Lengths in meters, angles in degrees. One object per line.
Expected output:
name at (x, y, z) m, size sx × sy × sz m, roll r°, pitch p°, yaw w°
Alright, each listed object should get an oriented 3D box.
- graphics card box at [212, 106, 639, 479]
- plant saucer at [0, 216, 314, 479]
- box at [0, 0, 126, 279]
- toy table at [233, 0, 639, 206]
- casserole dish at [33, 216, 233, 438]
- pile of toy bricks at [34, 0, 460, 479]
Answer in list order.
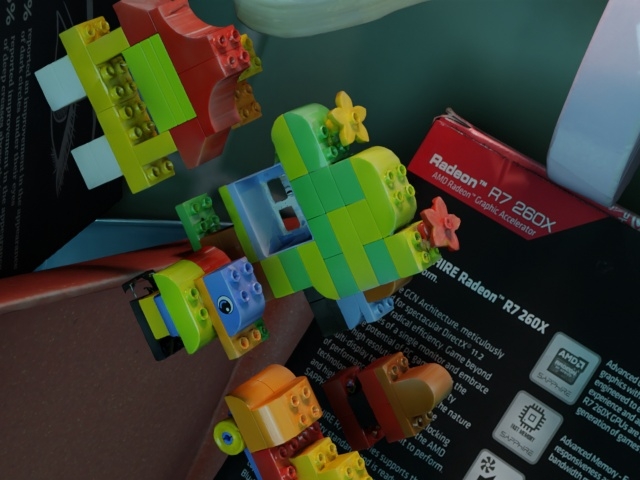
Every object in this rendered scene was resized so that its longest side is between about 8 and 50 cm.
graphics card box at (0.055, 0.159, 0.671) m, size 0.233 × 0.094 × 0.371 m, roll 32°, pitch 90°, yaw 32°
plant saucer at (-0.104, 0.100, 0.686) m, size 0.048 × 0.258 × 0.259 m, roll 38°, pitch 119°, yaw 25°
box at (-0.162, -0.068, 0.679) m, size 0.108 × 0.207 × 0.153 m, roll 10°, pitch 109°, yaw 10°
toy table at (0.096, -0.157, 0.607) m, size 0.161 × 0.274 × 0.252 m, roll 25°, pitch 144°, yaw 11°
casserole dish at (-0.072, 0.040, 0.792) m, size 0.188 × 0.037 × 0.114 m, roll 1°, pitch 108°, yaw 8°
pile of toy bricks at (0.000, 0.000, 0.584) m, size 0.105 × 0.118 × 0.212 m, roll -20°, pitch 98°, yaw 37°
